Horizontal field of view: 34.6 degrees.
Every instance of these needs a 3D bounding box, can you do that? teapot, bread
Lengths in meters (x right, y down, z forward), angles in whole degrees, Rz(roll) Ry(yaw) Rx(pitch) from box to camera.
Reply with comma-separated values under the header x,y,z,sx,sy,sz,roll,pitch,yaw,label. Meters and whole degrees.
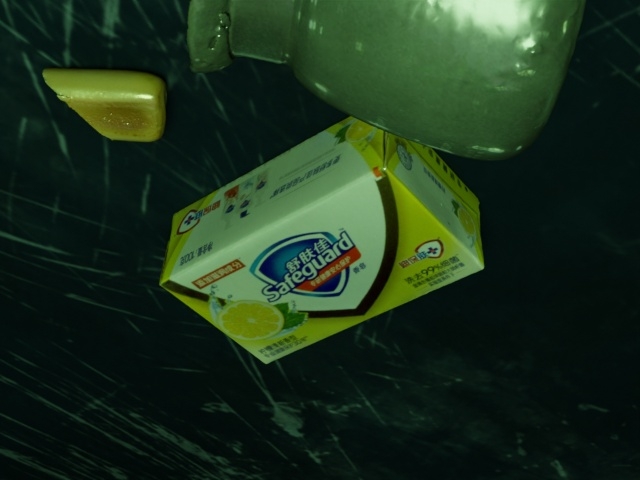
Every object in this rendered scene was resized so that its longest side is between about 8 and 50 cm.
x,y,z,sx,sy,sz,roll,pitch,yaw,label
0.018,-0.163,0.663,0.285,0.305,0.223,11,122,1,teapot
-0.182,-0.118,0.883,0.103,0.049,0.062,3,129,0,bread

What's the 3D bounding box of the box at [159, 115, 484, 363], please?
x,y,z,sx,sy,sz,roll,pitch,yaw,label
0.000,0.000,0.972,0.265,0.097,0.168,-25,132,26,box
